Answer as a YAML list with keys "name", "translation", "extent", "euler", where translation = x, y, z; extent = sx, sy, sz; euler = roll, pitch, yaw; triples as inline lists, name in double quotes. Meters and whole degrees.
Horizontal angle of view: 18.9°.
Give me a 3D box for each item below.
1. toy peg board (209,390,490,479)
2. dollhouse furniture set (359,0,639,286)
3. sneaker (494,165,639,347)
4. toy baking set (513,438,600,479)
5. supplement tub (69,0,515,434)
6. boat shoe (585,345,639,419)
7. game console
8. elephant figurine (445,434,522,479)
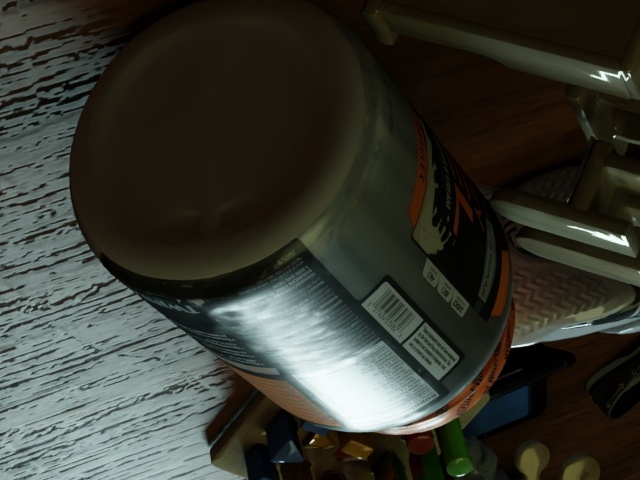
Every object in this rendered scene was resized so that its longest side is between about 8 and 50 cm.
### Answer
- name: "toy peg board"
  translation: [0.028, 0.163, 1.471]
  extent: [0.161, 0.079, 0.161]
  euler: [24, 120, -27]
- name: "dollhouse furniture set"
  translation: [0.147, -0.118, 1.166]
  extent: [0.212, 0.161, 0.242]
  euler: [-68, 157, -11]
- name: "sneaker"
  translation: [0.250, 0.038, 1.480]
  extent: [0.366, 0.137, 0.210]
  euler: [-21, 143, -22]
- name: "toy baking set"
  translation: [0.147, 0.267, 1.604]
  extent: [0.256, 0.030, 0.196]
  euler: [-27, 118, -8]
- name: "supplement tub"
  translation: [0.000, 0.000, 1.180]
  extent: [0.193, 0.193, 0.316]
  euler: [-35, 147, 6]
- name: "boat shoe"
  translation: [0.297, 0.107, 1.700]
  extent: [0.133, 0.042, 0.049]
  euler: [-40, 144, 10]
- name: "game console"
  translation: [0.147, 0.139, 1.586]
  extent: [0.122, 0.071, 0.107]
  euler: [-21, -170, -17]
- name: "elephant figurine"
  translation: [0.129, 0.267, 1.694]
  extent: [0.239, 0.169, 0.186]
  euler: [19, 83, -42]
